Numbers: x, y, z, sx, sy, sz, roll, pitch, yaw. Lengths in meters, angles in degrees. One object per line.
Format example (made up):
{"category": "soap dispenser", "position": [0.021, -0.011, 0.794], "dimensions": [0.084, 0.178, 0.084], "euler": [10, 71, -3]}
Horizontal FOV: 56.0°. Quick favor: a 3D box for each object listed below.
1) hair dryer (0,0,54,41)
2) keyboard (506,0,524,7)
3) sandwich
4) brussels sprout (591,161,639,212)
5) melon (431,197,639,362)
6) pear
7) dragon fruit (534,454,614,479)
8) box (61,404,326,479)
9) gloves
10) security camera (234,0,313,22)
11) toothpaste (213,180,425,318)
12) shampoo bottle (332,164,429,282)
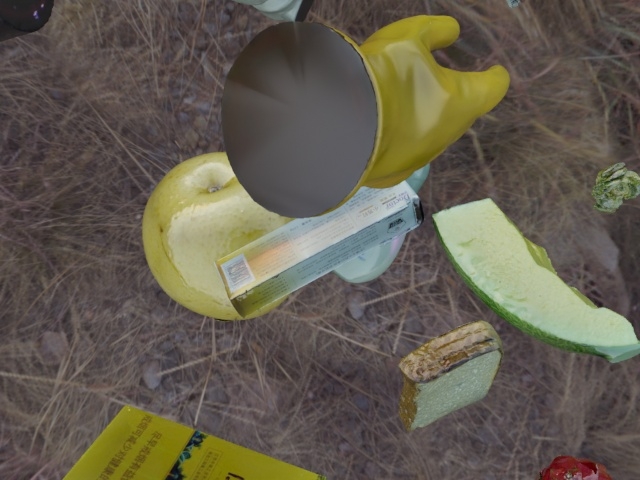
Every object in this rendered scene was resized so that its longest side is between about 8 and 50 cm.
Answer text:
{"category": "hair dryer", "position": [-0.208, -0.067, 0.233], "dimensions": [0.114, 0.248, 0.071], "euler": [-8, 131, 16]}
{"category": "keyboard", "position": [0.200, -0.319, 0.653], "dimensions": [0.055, 0.017, 0.166], "euler": [-28, 145, 24]}
{"category": "sandwich", "position": [0.263, 0.281, 1.254], "dimensions": [0.226, 0.251, 0.087], "euler": [-20, 53, -11]}
{"category": "brussels sprout", "position": [0.445, -0.086, 0.916], "dimensions": [0.085, 0.085, 0.058], "euler": [-28, 62, -7]}
{"category": "melon", "position": [0.307, 0.074, 0.878], "dimensions": [0.196, 0.323, 0.124], "euler": [23, 114, -40]}
{"category": "pear", "position": [-0.189, -0.004, 1.235], "dimensions": [0.347, 0.348, 0.349], "euler": [-1, 95, -10]}
{"category": "dragon fruit", "position": [0.413, 0.409, 0.959], "dimensions": [0.165, 0.133, 0.136], "euler": [27, 107, -25]}
{"category": "box", "position": [-0.143, 0.293, 0.698], "dimensions": [0.278, 0.153, 0.041], "euler": [18, 116, 7]}
{"category": "gloves", "position": [0.062, -0.099, 0.484], "dimensions": [0.133, 0.294, 0.116], "euler": [-34, 81, 35]}
{"category": "security camera", "position": [-0.132, -0.581, 1.283], "dimensions": [0.191, 0.277, 0.197], "euler": [38, 118, 11]}
{"category": "toothpaste", "position": [0.000, 0.000, 0.897], "dimensions": [0.312, 0.089, 0.071], "euler": [-28, 140, -3]}
{"category": "shampoo bottle", "position": [0.125, -0.081, 1.403], "dimensions": [0.151, 0.222, 0.350], "euler": [-1, 129, -47]}
